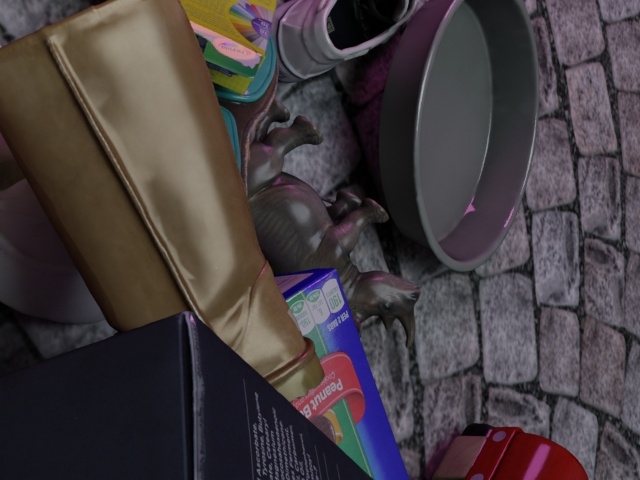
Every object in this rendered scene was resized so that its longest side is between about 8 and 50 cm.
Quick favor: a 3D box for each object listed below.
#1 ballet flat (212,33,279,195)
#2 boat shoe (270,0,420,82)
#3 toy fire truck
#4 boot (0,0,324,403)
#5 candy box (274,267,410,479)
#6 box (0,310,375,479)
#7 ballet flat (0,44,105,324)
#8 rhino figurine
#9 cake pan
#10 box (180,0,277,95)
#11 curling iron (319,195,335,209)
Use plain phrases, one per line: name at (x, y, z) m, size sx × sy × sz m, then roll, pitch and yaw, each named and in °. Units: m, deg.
ballet flat at (-0.101, -0.079, 0.948) m, size 0.108 × 0.106 × 0.316 m, roll 22°, pitch 32°, yaw -7°
boat shoe at (0.049, -0.233, 1.167) m, size 0.267 × 0.088 × 0.096 m, roll -38°, pitch 113°, yaw -44°
toy fire truck at (0.241, 0.301, 1.194) m, size 0.158 × 0.246 × 0.217 m, roll -52°, pitch 123°, yaw -39°
boot at (-0.142, 0.011, 0.747) m, size 0.236 × 0.089 × 0.269 m, roll -29°, pitch 104°, yaw -22°
candy box at (-0.056, 0.219, 0.962) m, size 0.268 × 0.122 × 0.317 m, roll -32°, pitch 109°, yaw -45°
box at (-0.132, 0.225, 0.636) m, size 0.312 × 0.343 × 0.178 m, roll 50°, pitch 26°, yaw -50°
ballet flat at (-0.229, -0.079, 0.799) m, size 0.400 × 0.139 × 0.139 m, roll 50°, pitch 51°, yaw -33°
rhino figurine at (0.000, 0.000, 1.051) m, size 0.106 × 0.073 × 0.243 m, roll -42°, pitch 101°, yaw -12°
cake pan at (0.140, -0.116, 1.230) m, size 0.293 × 0.054 × 0.293 m, roll -23°, pitch 118°, yaw -56°
box at (-0.089, -0.177, 0.951) m, size 0.105 × 0.043 × 0.179 m, roll 24°, pitch 31°, yaw -11°
curling iron at (0.003, 0.087, 1.105) m, size 0.068 × 0.035 × 0.273 m, roll -5°, pitch 88°, yaw -31°
